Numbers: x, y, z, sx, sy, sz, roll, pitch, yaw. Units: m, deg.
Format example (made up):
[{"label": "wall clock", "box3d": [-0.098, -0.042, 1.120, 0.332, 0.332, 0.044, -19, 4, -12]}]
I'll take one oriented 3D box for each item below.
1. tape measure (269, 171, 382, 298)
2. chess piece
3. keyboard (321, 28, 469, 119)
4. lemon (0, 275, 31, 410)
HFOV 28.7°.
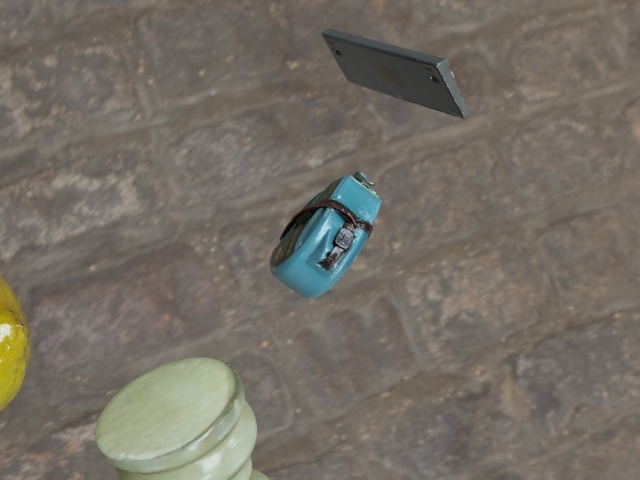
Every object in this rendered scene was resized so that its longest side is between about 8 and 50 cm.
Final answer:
[{"label": "tape measure", "box3d": [0.000, 0.000, 1.410, 0.081, 0.146, 0.125, 35, 58, -15]}, {"label": "chess piece", "box3d": [-0.096, 0.250, 1.183, 0.144, 0.144, 0.251, -39, 123, -28]}, {"label": "keyboard", "box3d": [0.059, -0.139, 1.027, 0.014, 0.176, 0.055, -38, 121, -15]}, {"label": "lemon", "box3d": [-0.458, 0.110, 1.396, 0.236, 0.263, 0.236, -20, 119, -39]}]
